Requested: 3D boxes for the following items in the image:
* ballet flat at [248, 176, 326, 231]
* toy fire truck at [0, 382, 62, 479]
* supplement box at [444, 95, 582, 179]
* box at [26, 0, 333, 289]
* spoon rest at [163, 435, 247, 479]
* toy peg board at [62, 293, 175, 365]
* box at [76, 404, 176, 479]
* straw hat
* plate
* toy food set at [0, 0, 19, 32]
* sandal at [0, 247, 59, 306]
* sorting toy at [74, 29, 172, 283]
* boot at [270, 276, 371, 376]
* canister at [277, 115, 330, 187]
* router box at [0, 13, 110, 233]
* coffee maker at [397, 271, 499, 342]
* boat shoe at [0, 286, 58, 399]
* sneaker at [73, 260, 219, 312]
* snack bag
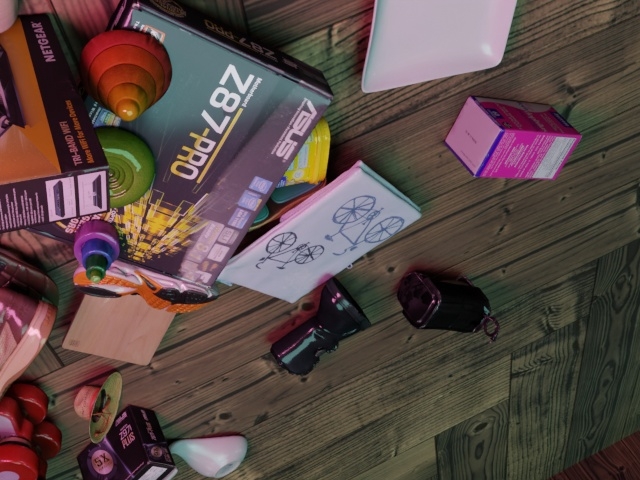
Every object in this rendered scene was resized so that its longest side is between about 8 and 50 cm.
[{"bbox_3d":[-0.093,-0.055,1.537,0.232,0.080,0.073,-21,151,-13],"label":"ballet flat"},{"bbox_3d":[-0.622,0.393,1.605,0.253,0.169,0.302,-4,136,-5],"label":"toy fire truck"},{"bbox_3d":[0.367,-0.191,1.671,0.220,0.111,0.114,0,131,-35],"label":"supplement box"},{"bbox_3d":[-0.218,-0.136,1.299,0.318,0.097,0.395,21,119,-30],"label":"box"},{"bbox_3d":[-0.271,0.496,2.013,0.137,0.084,0.276,-46,153,18],"label":"spoon rest"},{"bbox_3d":[-0.356,0.126,1.566,0.160,0.079,0.161,17,121,-25],"label":"toy peg board"},{"bbox_3d":[-0.402,0.456,1.811,0.180,0.147,0.077,-44,140,16],"label":"box"},{"bbox_3d":[-0.442,0.316,1.701,0.061,0.144,0.145,15,136,10],"label":"straw hat"},{"bbox_3d":[0.194,-0.383,1.406,0.277,0.045,0.277,-15,137,-20],"label":"plate"},{"bbox_3d":[-0.486,-0.307,0.966,0.306,0.092,0.220,-17,164,-23],"label":"toy food set"},{"bbox_3d":[-0.506,0.051,1.391,0.090,0.060,0.219,-48,125,9],"label":"sandal"},{"bbox_3d":[-0.279,-0.089,1.178,0.127,0.126,0.366,7,123,-19],"label":"sorting toy"},{"bbox_3d":[-0.010,0.188,1.812,0.207,0.094,0.246,-35,157,0],"label":"boot"},{"bbox_3d":[-0.078,-0.142,1.456,0.169,0.073,0.126,-13,136,-21],"label":"canister"},{"bbox_3d":[-0.409,-0.140,1.046,0.242,0.309,0.081,-14,141,-23],"label":"router box"},{"bbox_3d":[0.280,0.142,1.919,0.178,0.171,0.120,8,100,-42],"label":"coffee maker"},{"bbox_3d":[-0.551,0.200,1.385,0.123,0.123,0.342,32,118,-25],"label":"boat shoe"},{"bbox_3d":[-0.280,0.040,1.468,0.262,0.121,0.099,19,145,-38],"label":"sneaker"},{"bbox_3d":[0.000,0.000,1.630,0.342,0.037,0.323,-35,156,15],"label":"snack bag"}]
